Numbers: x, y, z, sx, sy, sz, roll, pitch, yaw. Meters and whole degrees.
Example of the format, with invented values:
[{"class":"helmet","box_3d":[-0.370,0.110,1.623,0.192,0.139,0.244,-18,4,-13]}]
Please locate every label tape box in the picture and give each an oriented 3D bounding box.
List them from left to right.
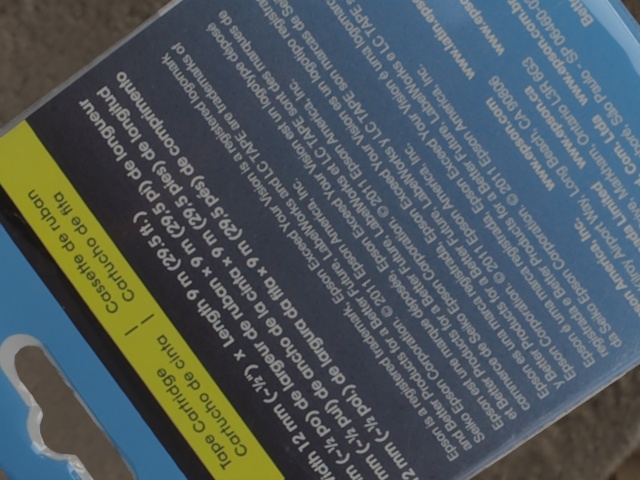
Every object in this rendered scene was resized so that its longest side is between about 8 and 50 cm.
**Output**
[{"class":"label tape box","box_3d":[0.000,0.000,0.744,0.348,0.115,0.249,-36,91,9]}]
